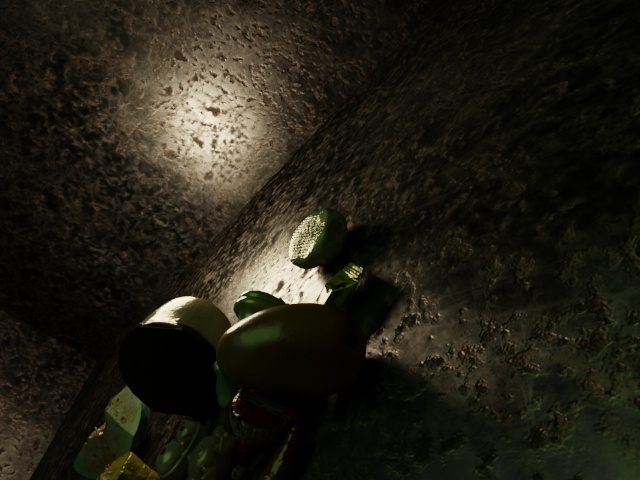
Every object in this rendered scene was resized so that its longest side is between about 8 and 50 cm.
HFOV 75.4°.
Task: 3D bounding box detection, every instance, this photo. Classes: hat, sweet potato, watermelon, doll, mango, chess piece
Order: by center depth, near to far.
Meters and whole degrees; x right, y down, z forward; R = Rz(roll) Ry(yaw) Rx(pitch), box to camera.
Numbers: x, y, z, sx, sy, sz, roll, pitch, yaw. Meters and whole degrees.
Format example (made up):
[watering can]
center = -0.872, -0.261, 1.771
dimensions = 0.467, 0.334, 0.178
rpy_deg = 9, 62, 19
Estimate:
[sweet potato]
center = -0.109, 0.491, 0.741
dimensions = 0.072, 0.066, 0.314
rpy_deg = 13, 58, 26
[mango]
center = -0.067, 0.221, 0.828
dimensions = 0.317, 0.211, 0.173
rpy_deg = -8, 54, 13
[hat]
center = -0.134, 0.419, 0.863
dimensions = 0.129, 0.140, 0.227
rpy_deg = -86, 11, -71
[doll]
center = -0.313, 0.536, 1.036
dimensions = 0.365, 0.094, 0.160
rpy_deg = -22, 32, 49
[chess piece]
center = -0.196, 0.294, 1.093
dimensions = 0.175, 0.175, 0.298
rpy_deg = -25, 35, 47
[watermelon]
center = -0.692, 0.697, 1.481
dimensions = 0.322, 0.188, 0.175
rpy_deg = -58, -23, 0

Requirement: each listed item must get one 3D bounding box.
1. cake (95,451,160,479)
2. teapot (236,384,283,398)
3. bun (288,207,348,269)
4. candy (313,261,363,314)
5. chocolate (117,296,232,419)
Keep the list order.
[cake]
center = -0.584, 0.734, 1.165
dimensions = 0.260, 0.156, 0.179
rpy_deg = -40, 8, 12
[teapot]
center = -0.126, 0.331, 0.963
dimensions = 0.119, 0.130, 0.166
rpy_deg = -59, 43, 48
[bun]
center = -0.002, 0.000, 1.273
dimensions = 0.221, 0.108, 0.221
rpy_deg = -40, 32, 31
[candy]
center = 0.027, 0.160, 1.013
dimensions = 0.246, 0.069, 0.149
rpy_deg = -58, 17, -6
[chocolate]
center = -0.409, 0.327, 1.293
dimensions = 0.326, 0.314, 0.297
rpy_deg = 0, 23, 19
